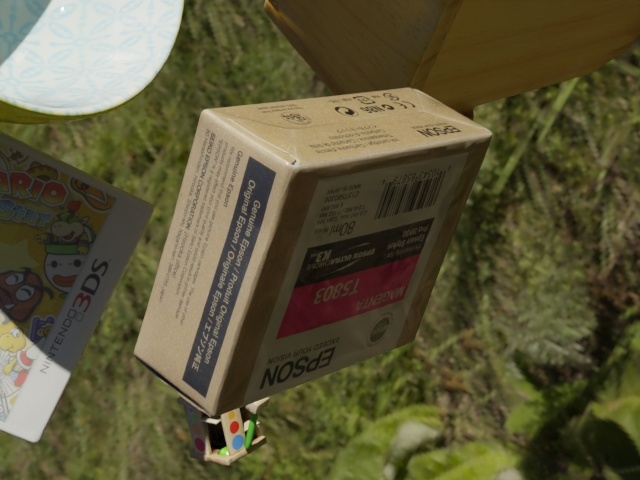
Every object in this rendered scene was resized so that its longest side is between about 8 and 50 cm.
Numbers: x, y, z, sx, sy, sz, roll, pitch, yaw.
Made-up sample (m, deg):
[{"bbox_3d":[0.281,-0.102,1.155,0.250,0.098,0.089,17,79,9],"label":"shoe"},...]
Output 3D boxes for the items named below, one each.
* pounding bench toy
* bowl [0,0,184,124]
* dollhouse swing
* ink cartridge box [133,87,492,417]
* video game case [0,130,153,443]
[{"bbox_3d":[-0.076,0.165,1.046,0.083,0.065,0.052,1,18,44],"label":"pounding bench toy"},{"bbox_3d":[-0.250,-0.208,0.832,0.156,0.289,0.289,-14,37,38],"label":"bowl"},{"bbox_3d":[0.161,-0.307,1.229,0.305,0.315,0.347,-33,-15,-21],"label":"dollhouse swing"},{"bbox_3d":[0.000,0.000,0.834,0.235,0.088,0.193,-15,-50,-49],"label":"ink cartridge box"},{"bbox_3d":[-0.270,0.017,0.880,0.206,0.227,0.026,-64,16,0],"label":"video game case"}]
